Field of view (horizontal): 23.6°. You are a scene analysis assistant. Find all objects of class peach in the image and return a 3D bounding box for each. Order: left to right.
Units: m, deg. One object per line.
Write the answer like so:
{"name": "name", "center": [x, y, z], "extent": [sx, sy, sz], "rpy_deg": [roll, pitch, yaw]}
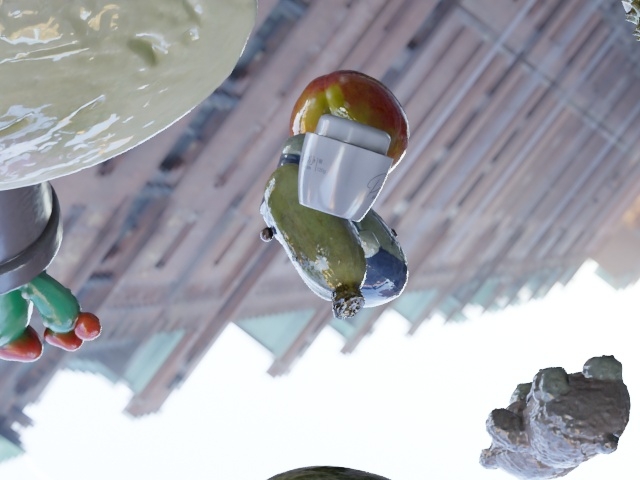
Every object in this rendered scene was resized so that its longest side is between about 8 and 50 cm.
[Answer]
{"name": "peach", "center": [0.045, -0.178, 2.427], "extent": [0.190, 0.190, 0.192], "rpy_deg": [38, -173, 3]}

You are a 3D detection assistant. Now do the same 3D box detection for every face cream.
{"name": "face cream", "center": [0.022, -0.072, 1.530], "extent": [0.091, 0.095, 0.091], "rpy_deg": [18, -178, -1]}

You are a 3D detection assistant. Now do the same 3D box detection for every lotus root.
{"name": "lotus root", "center": [0.001, 0.000, 1.642], "extent": [0.183, 0.077, 0.090], "rpy_deg": [61, 177, 20]}

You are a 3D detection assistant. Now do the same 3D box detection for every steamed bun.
{"name": "steamed bun", "center": [-0.297, -0.213, 1.112], "extent": [0.455, 0.290, 0.371], "rpy_deg": [-3, -127, -29]}

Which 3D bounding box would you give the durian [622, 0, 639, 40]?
{"name": "durian", "center": [0.353, -0.218, 1.483], "extent": [0.187, 0.119, 0.108], "rpy_deg": [50, -157, 2]}

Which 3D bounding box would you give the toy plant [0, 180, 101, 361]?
{"name": "toy plant", "center": [-0.389, 0.000, 1.688], "extent": [0.279, 0.400, 0.185], "rpy_deg": [-4, -125, -11]}

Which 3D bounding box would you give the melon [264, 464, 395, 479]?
{"name": "melon", "center": [0.033, 0.293, 1.023], "extent": [0.302, 0.237, 0.237], "rpy_deg": [51, -166, 25]}

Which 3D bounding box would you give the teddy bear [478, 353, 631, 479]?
{"name": "teddy bear", "center": [0.350, 0.267, 2.250], "extent": [0.267, 0.236, 0.151], "rpy_deg": [132, 128, -68]}

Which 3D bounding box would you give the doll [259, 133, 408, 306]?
{"name": "doll", "center": [0.027, -0.011, 2.116], "extent": [0.258, 0.154, 0.228], "rpy_deg": [40, -178, -43]}

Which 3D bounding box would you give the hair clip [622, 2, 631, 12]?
{"name": "hair clip", "center": [0.516, -0.453, 2.180], "extent": [0.172, 0.282, 0.113], "rpy_deg": [9, -135, -49]}
